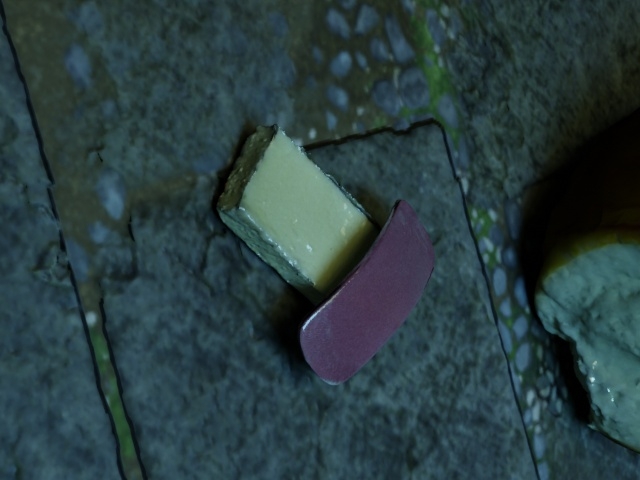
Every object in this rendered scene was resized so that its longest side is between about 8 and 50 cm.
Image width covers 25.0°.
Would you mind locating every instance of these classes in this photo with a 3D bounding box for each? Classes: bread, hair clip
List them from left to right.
[{"bbox_3d":[0.000,0.000,0.900,0.153,0.028,0.068,43,57,-31],"label":"bread"},{"bbox_3d":[0.034,0.030,0.896,0.137,0.022,0.054,-50,122,-34],"label":"hair clip"},{"bbox_3d":[0.309,0.001,1.049,0.279,0.250,0.225,-51,124,-41],"label":"bread"}]
